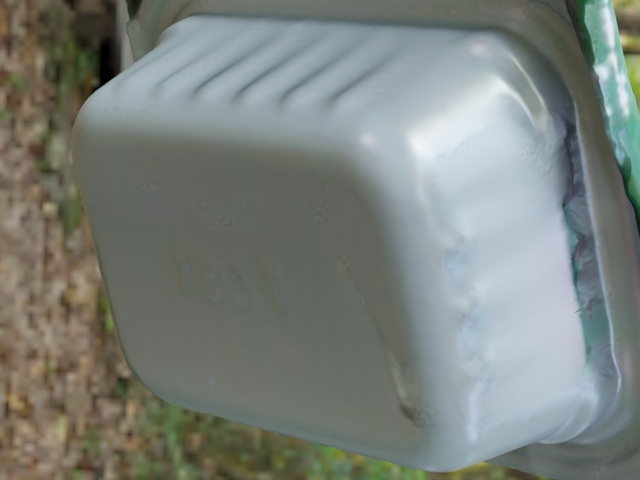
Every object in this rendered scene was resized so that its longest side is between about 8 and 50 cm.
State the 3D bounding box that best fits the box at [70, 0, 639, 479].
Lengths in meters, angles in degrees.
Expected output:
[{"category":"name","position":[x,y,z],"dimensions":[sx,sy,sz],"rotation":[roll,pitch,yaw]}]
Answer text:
[{"category":"box","position":[0.000,0.000,0.921],"dimensions":[0.106,0.337,0.264],"rotation":[-28,114,-39]}]
